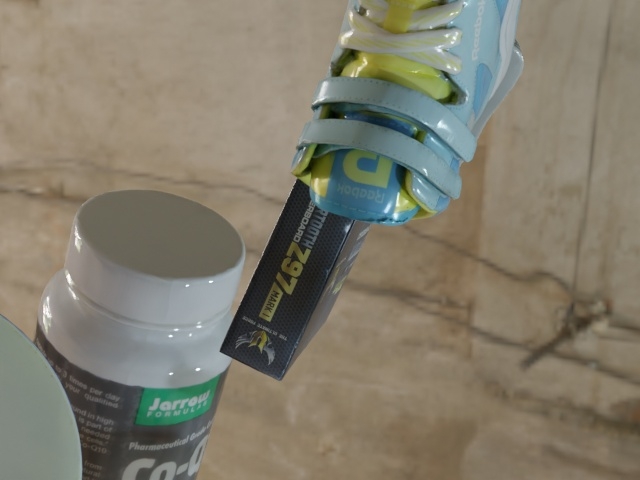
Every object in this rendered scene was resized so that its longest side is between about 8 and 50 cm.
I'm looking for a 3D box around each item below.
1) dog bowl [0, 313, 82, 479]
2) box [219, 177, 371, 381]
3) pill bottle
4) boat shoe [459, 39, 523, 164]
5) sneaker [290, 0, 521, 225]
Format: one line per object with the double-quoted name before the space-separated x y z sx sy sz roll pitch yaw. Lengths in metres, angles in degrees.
"dog bowl" -0.308 0.164 0.917 0.265 0.265 0.104 -15 168 -39
"box" 0.000 0.000 1.071 0.059 0.183 0.233 26 -170 5
"pill bottle" -0.202 0.142 1.349 0.204 0.361 0.204 13 -151 -7
"boat shoe" 0.141 -0.142 1.413 0.078 0.219 0.070 28 -150 -23
"sneaker" 0.056 -0.130 0.792 0.127 0.319 0.208 15 -122 16
